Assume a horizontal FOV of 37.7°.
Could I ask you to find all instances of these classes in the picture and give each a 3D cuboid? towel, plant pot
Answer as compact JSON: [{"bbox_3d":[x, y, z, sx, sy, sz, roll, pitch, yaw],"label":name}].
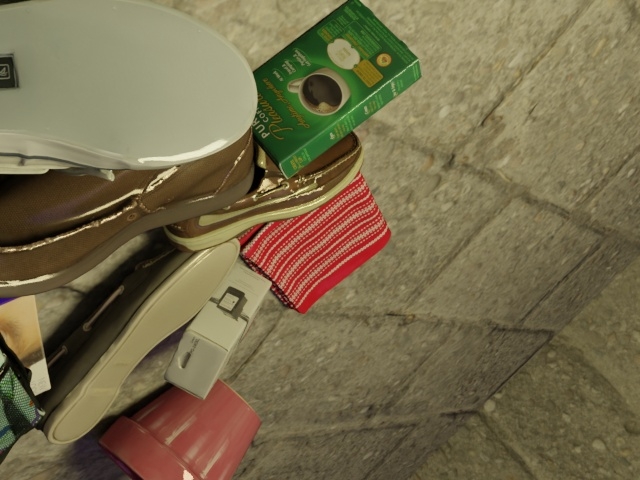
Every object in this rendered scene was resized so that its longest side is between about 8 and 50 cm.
[{"bbox_3d":[0.000,0.000,1.327,0.199,0.031,0.275,-39,153,-2],"label":"towel"},{"bbox_3d":[-0.192,0.296,1.379,0.180,0.201,0.201,-47,157,-20],"label":"plant pot"}]

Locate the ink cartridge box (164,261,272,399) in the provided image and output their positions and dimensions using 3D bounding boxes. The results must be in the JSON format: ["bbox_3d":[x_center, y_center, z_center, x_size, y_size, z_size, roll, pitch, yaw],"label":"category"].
[{"bbox_3d":[-0.133,0.118,1.227,0.109,0.063,0.150,-62,179,39],"label":"ink cartridge box"}]

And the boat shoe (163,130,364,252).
[{"bbox_3d":[-0.061,-0.075,1.066,0.257,0.095,0.095,-29,146,-19],"label":"boat shoe"}]

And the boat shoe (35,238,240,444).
[{"bbox_3d":[-0.239,0.096,1.123,0.335,0.095,0.112,-48,156,5],"label":"boat shoe"}]

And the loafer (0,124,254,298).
[{"bbox_3d":[-0.207,-0.070,0.863,0.366,0.134,0.130,-29,150,-42],"label":"loafer"}]

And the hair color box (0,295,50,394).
[{"bbox_3d":[-0.440,0.134,0.887,0.339,0.110,0.185,-27,150,-27],"label":"hair color box"}]

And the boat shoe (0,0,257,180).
[{"bbox_3d":[-0.240,-0.104,0.727,0.367,0.136,0.156,-8,-177,-28],"label":"boat shoe"}]

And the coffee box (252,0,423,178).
[{"bbox_3d":[0.002,-0.162,0.988,0.184,0.113,0.040,-39,157,-5],"label":"coffee box"}]

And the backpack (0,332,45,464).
[{"bbox_3d":[-0.334,0.074,0.662,0.191,0.225,0.253,-50,158,-34],"label":"backpack"}]
